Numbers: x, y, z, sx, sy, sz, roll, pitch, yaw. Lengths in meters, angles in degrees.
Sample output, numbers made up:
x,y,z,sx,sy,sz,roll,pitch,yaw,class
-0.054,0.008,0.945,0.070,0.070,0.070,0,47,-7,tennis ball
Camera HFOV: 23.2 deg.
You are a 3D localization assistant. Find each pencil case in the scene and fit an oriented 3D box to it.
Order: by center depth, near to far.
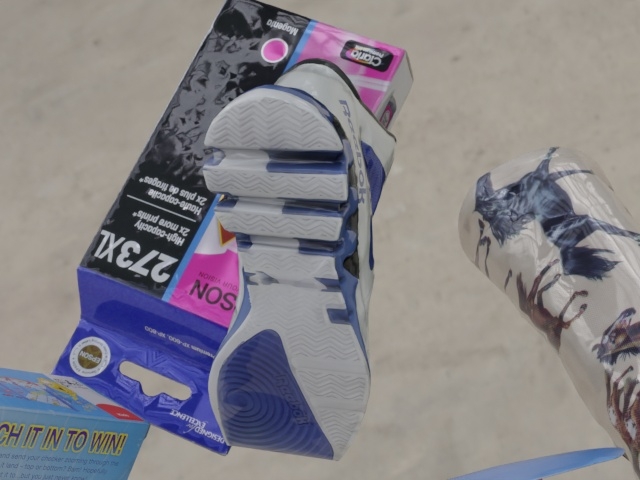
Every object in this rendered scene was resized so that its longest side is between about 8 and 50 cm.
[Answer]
x,y,z,sx,sy,sz,roll,pitch,yaw,class
0.277,0.072,1.434,0.160,0.183,0.410,-37,43,4,pencil case

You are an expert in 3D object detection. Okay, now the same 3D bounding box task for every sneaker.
x,y,z,sx,sy,sz,roll,pitch,yaw,class
0.000,-0.001,1.171,0.127,0.316,0.182,9,32,15,sneaker

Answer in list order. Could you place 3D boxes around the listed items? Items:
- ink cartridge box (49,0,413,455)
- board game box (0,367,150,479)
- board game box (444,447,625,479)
x,y,z,sx,sy,sz,roll,pitch,yaw,class
-0.077,-0.023,1.306,0.175,0.069,0.371,21,74,18,ink cartridge box
-0.291,0.232,1.048,0.086,0.308,0.302,25,94,34,board game box
0.083,0.147,0.838,0.168,0.033,0.133,-11,-6,-21,board game box
